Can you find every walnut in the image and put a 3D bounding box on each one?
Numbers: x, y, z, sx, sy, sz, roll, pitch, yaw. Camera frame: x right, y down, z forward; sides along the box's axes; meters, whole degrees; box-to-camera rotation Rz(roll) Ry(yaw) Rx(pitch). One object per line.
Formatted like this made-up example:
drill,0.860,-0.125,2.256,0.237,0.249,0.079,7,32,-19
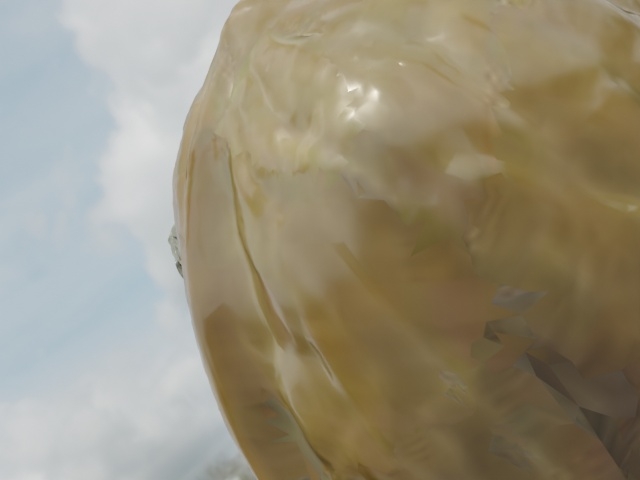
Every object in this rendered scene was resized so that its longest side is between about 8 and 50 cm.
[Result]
walnut,0.064,0.011,0.462,0.225,0.261,0.225,-43,20,20

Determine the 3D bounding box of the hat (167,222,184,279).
hat,0.000,0.000,1.216,0.245,0.214,0.149,-8,-17,11
